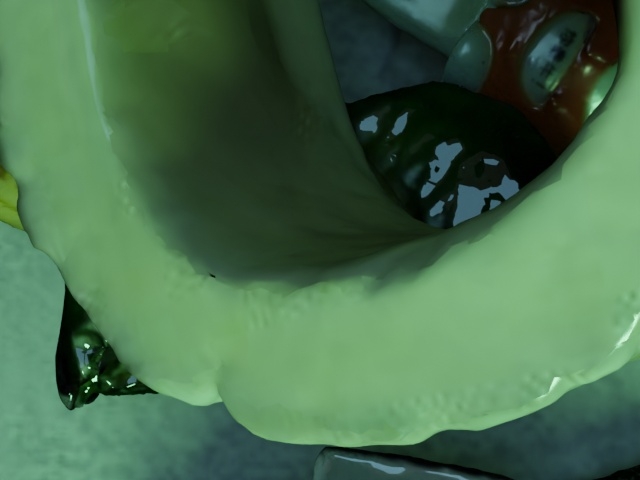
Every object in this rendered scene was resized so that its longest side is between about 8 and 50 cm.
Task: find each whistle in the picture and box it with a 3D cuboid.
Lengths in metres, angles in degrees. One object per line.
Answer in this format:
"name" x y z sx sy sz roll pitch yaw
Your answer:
"whistle" 0.114 -0.085 0.599 0.253 0.106 0.102 35 70 11

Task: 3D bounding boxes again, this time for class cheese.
"cheese" 0.030 -0.110 0.424 0.292 0.153 0.332 -24 82 36

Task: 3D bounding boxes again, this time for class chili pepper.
"chili pepper" 0.006 -0.001 0.603 0.264 0.116 0.148 -6 89 24

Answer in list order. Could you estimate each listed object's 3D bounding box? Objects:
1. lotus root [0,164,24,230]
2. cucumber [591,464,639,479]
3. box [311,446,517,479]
"lotus root" -0.174 -0.076 0.646 0.159 0.135 0.095 39 91 -2
"cucumber" 0.100 0.147 0.609 0.257 0.043 0.044 -22 86 7
"box" 0.003 0.253 0.506 0.291 0.206 0.262 -30 95 6
